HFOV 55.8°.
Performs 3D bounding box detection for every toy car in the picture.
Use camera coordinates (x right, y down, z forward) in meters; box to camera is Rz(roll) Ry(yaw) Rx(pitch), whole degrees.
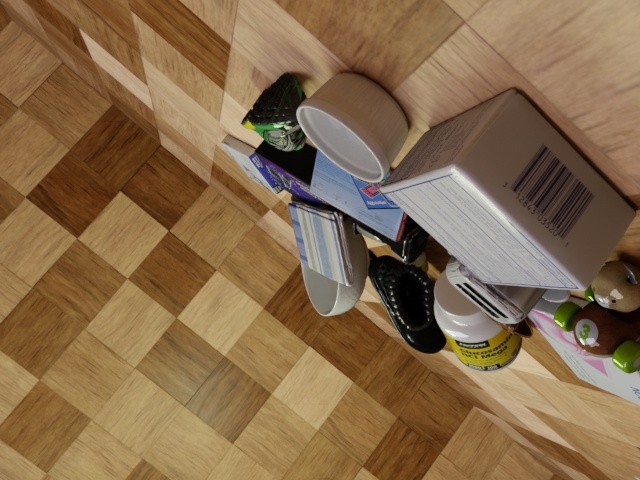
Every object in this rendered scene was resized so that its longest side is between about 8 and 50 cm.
[{"bbox_3d":[0.476,0.092,0.990,0.155,0.149,0.188,42,164,51],"label":"toy car"}]

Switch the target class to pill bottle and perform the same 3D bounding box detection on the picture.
[{"bbox_3d":[0.267,0.056,1.700,0.065,0.065,0.116,33,168,28],"label":"pill bottle"},{"bbox_3d":[0.391,0.192,1.513,0.188,0.188,0.334,31,167,37],"label":"pill bottle"}]

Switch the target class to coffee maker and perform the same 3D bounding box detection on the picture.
[{"bbox_3d":[0.167,-0.045,1.471,0.178,0.120,0.171,32,166,32],"label":"coffee maker"}]

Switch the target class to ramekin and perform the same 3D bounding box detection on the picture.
[{"bbox_3d":[0.066,-0.216,1.131,0.207,0.109,0.207,37,169,9],"label":"ramekin"}]

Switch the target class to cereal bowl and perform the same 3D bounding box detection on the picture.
[{"bbox_3d":[0.053,0.053,1.824,0.339,0.141,0.339,172,90,-70],"label":"cereal bowl"}]

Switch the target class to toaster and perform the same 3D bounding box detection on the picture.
[{"bbox_3d":[0.361,0.064,1.200,0.227,0.146,0.129,39,170,-3],"label":"toaster"}]

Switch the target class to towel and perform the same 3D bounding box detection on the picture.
[{"bbox_3d":[0.000,0.000,1.655,0.285,0.034,0.209,21,126,60],"label":"towel"}]

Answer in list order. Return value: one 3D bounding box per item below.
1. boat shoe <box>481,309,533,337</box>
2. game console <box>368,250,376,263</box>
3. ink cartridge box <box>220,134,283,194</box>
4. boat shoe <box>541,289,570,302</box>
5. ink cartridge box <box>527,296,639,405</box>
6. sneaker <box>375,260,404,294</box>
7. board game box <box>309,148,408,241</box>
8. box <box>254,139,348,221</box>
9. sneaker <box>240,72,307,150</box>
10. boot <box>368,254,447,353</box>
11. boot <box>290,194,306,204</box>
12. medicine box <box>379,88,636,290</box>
[{"bbox_3d":[0.418,0.166,1.340,0.178,0.064,0.060,35,-176,-38],"label":"boat shoe"},{"bbox_3d":[0.203,0.125,2.266,0.361,0.044,0.213,47,169,-33],"label":"game console"},{"bbox_3d":[-0.217,-0.252,2.100,0.224,0.045,0.223,30,166,39],"label":"ink cartridge box"},{"bbox_3d":[0.472,0.100,1.267,0.040,0.049,0.142,23,179,-27],"label":"boat shoe"},{"bbox_3d":[0.586,0.232,1.355,0.324,0.071,0.330,45,167,-27],"label":"ink cartridge box"},{"bbox_3d":[0.267,0.164,2.034,0.121,0.108,0.302,41,169,10],"label":"sneaker"},{"bbox_3d":[0.091,-0.123,1.413,0.281,0.027,0.145,32,125,33],"label":"board game box"},{"bbox_3d":[-0.033,-0.176,1.660,0.261,0.103,0.184,33,171,27],"label":"box"},{"bbox_3d":[-0.075,-0.278,1.368,0.146,0.134,0.343,35,180,-15],"label":"sneaker"},{"bbox_3d":[0.264,0.197,1.638,0.348,0.131,0.260,52,175,-13],"label":"boot"},{"bbox_3d":[0.000,-0.072,2.044,0.213,0.077,0.165,38,171,18],"label":"boot"},{"bbox_3d":[0.275,-0.063,0.952,0.263,0.149,0.289,41,170,-10],"label":"medicine box"}]
